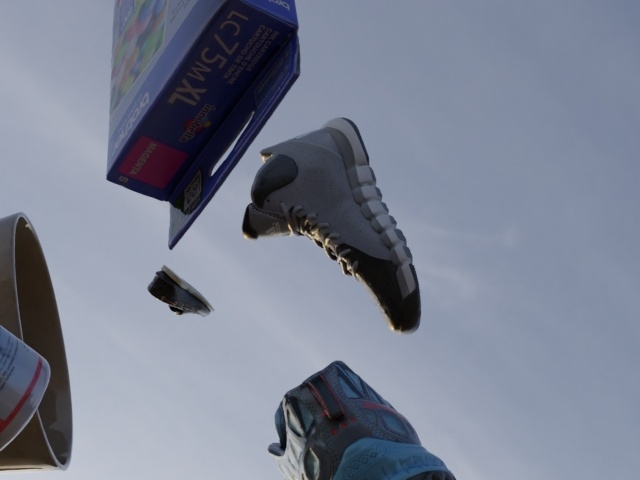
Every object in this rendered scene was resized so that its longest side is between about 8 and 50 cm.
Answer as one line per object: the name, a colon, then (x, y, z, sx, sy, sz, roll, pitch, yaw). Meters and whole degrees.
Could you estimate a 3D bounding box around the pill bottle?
pill bottle: (-0.270, 0.073, 0.800, 0.087, 0.087, 0.160, -32, -61, 31)

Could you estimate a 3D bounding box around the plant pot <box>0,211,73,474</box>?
plant pot: (-0.403, 0.120, 1.146, 0.274, 0.256, 0.256, -10, -53, -4)

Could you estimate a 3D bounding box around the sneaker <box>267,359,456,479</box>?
sneaker: (0.025, 0.152, 0.785, 0.104, 0.125, 0.262, -28, -22, -15)

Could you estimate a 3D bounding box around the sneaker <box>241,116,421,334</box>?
sneaker: (0.000, 0.000, 1.067, 0.132, 0.229, 0.086, -15, -31, -9)

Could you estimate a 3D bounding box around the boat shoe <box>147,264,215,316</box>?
boat shoe: (-0.176, 0.071, 1.487, 0.049, 0.042, 0.133, 38, -3, 28)

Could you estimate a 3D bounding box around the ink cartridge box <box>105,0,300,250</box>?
ink cartridge box: (-0.094, -0.164, 0.882, 0.065, 0.311, 0.186, 20, -51, -29)
